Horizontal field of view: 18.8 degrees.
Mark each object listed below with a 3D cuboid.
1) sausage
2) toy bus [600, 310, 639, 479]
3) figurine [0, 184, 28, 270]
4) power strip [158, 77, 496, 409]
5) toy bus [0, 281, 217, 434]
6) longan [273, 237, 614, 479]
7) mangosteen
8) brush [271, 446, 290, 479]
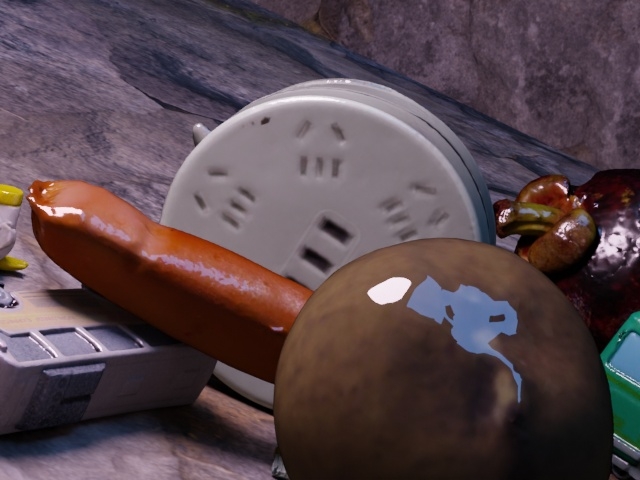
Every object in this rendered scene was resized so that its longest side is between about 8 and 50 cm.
[{"bbox_3d":[-0.127,0.044,1.827,0.348,0.094,0.097,26,22,-13],"label":"sausage"},{"bbox_3d":[0.462,0.183,2.260,0.183,0.199,0.343,31,16,36],"label":"toy bus"},{"bbox_3d":[-0.389,-0.036,2.076,0.178,0.109,0.130,38,-22,34],"label":"figurine"},{"bbox_3d":[0.000,0.000,1.999,0.357,0.357,0.161,23,14,6],"label":"power strip"},{"bbox_3d":[-0.237,0.106,1.795,0.138,0.097,0.342,36,19,25],"label":"toy bus"},{"bbox_3d":[0.109,0.154,1.709,0.319,0.319,0.319,19,15,-5],"label":"longan"},{"bbox_3d":[0.368,0.033,2.438,0.293,0.297,0.297,56,21,5],"label":"mangosteen"},{"bbox_3d":[-0.004,0.204,1.916,0.083,0.011,0.205,19,14,-3],"label":"brush"}]
